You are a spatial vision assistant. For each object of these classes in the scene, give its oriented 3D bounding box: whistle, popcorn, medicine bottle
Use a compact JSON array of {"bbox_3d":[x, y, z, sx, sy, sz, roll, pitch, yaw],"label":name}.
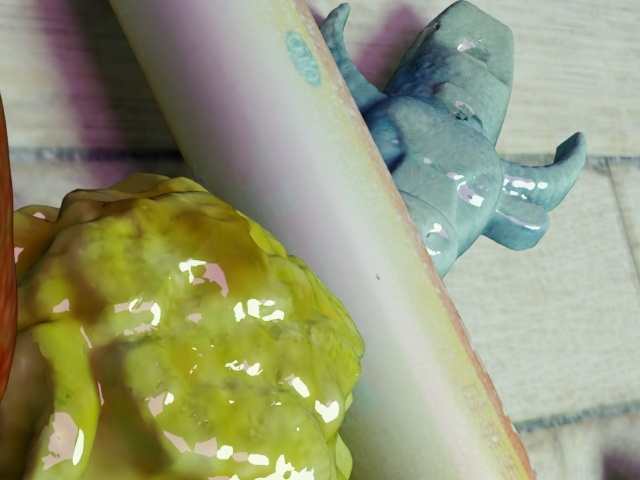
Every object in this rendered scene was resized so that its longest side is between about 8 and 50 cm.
[{"bbox_3d":[0.063,-0.050,0.972,0.180,0.093,0.269,27,50,-5],"label":"whistle"},{"bbox_3d":[-0.087,0.066,0.699,0.235,0.181,0.217,-5,70,-53],"label":"popcorn"},{"bbox_3d":[0.000,0.000,0.832,0.108,0.108,0.426,-17,79,-48],"label":"medicine bottle"}]

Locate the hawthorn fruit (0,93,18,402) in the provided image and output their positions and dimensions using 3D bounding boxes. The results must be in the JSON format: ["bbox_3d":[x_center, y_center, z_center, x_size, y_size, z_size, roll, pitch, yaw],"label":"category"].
[{"bbox_3d":[-0.239,-0.034,0.501,0.308,0.308,0.325,-12,94,-48],"label":"hawthorn fruit"}]
